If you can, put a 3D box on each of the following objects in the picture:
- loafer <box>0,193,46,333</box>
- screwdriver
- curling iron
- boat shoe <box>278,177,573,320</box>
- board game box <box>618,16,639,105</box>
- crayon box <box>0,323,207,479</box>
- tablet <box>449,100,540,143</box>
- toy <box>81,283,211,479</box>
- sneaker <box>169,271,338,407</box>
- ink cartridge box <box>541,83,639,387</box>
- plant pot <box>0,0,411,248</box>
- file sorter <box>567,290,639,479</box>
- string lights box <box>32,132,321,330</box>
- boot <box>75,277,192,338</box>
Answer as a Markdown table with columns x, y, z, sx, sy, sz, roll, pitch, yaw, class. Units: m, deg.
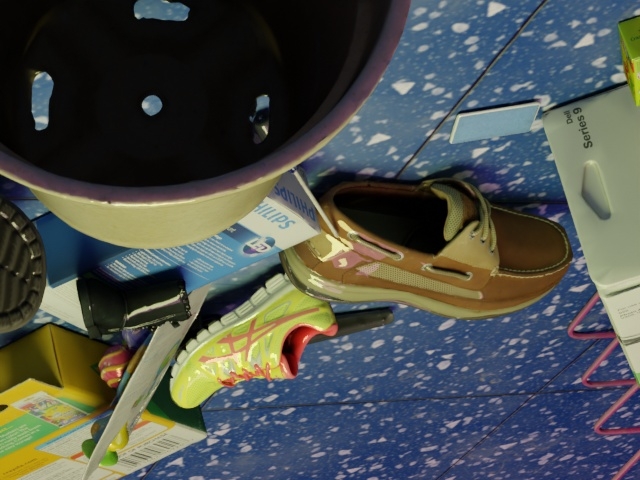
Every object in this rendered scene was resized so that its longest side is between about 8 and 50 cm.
| x | y | z | sx | sy | sz | roll | pitch | yaw | class |
| --- | --- | --- | --- | --- | --- | --- | --- | --- | --- |
| -0.405 | -0.006 | 1.559 | 0.366 | 0.134 | 0.130 | 18 | 167 | -35 | loafer |
| -0.017 | -0.055 | 1.687 | 0.024 | 0.025 | 0.170 | -36 | 126 | -4 | screwdriver |
| -0.042 | 0.103 | 2.043 | 0.274 | 0.035 | 0.068 | -3 | 152 | -23 | curling iron |
| 0.121 | 0.001 | 1.837 | 0.324 | 0.122 | 0.120 | 0 | 145 | -29 | boat shoe |
| 0.368 | -0.188 | 1.678 | 0.181 | 0.043 | 0.092 | -17 | 155 | 5 | board game box |
| -0.300 | 0.190 | 2.022 | 0.203 | 0.083 | 0.323 | -27 | 153 | 22 | crayon box |
| 0.167 | -0.114 | 1.759 | 0.083 | 0.006 | 0.054 | -9 | 154 | -11 | tablet |
| -0.193 | 0.129 | 1.883 | 0.237 | 0.056 | 0.137 | -65 | 171 | 25 | toy |
| -0.070 | 0.119 | 1.934 | 0.208 | 0.094 | 0.081 | -40 | 160 | 12 | sneaker |
| 0.327 | 0.000 | 1.837 | 0.121 | 0.211 | 0.289 | -19 | 154 | 9 | ink cartridge box |
| -0.116 | -0.139 | 1.250 | 0.333 | 0.334 | 0.305 | -12 | 165 | -7 | plant pot |
| 0.434 | 0.193 | 2.197 | 0.182 | 0.291 | 0.202 | -4 | 152 | -17 | file sorter |
| -0.146 | -0.006 | 1.722 | 0.259 | 0.077 | 0.133 | -24 | 153 | 17 | string lights box |
| -0.171 | 0.057 | 1.691 | 0.099 | 0.045 | 0.121 | -11 | 162 | -4 | boot |
